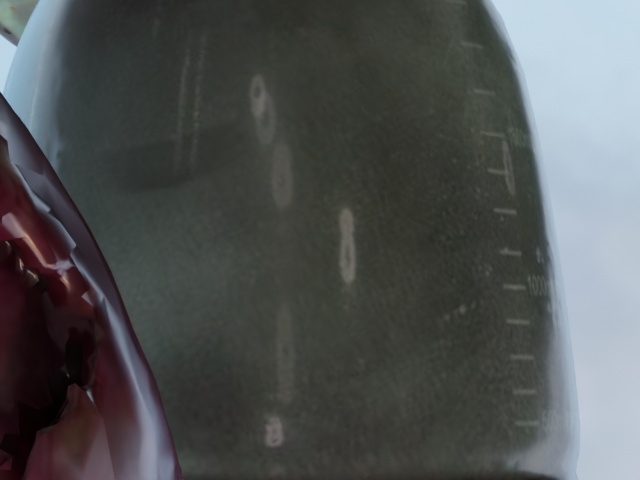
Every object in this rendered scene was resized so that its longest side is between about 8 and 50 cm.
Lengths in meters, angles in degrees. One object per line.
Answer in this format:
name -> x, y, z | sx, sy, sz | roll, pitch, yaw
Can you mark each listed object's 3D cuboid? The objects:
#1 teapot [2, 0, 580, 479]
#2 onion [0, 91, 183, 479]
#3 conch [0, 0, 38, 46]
teapot -> 0.000, 0.000, 0.746 | 0.233, 0.312, 0.315 | -3, 173, 26
onion -> -0.200, 0.078, 0.379 | 0.358, 0.358, 0.345 | 17, -179, -1
conch -> -0.112, -0.198, 0.905 | 0.176, 0.122, 0.188 | -22, -99, -34
